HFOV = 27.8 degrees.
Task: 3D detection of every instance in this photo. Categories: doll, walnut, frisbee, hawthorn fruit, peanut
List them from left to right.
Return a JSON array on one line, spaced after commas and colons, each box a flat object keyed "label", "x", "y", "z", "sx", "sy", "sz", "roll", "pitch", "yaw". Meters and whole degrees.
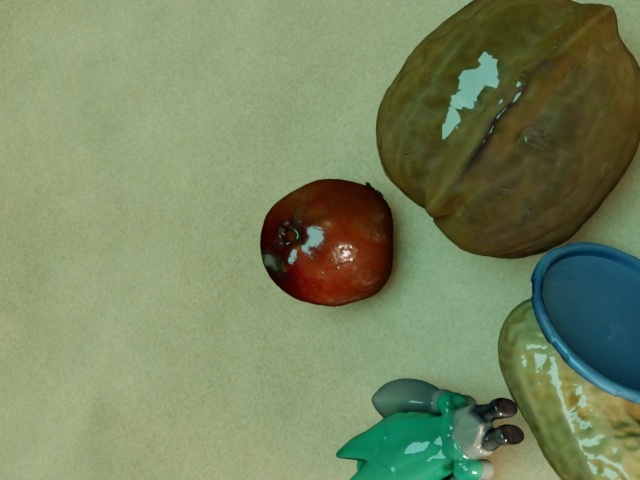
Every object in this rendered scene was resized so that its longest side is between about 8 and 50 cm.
[{"label": "hawthorn fruit", "x": 0.000, "y": 0.000, "z": 1.745, "sx": 0.185, "sy": 0.202, "sz": 0.185, "roll": -4, "pitch": 83, "yaw": 34}, {"label": "doll", "x": 0.145, "y": 0.281, "z": 1.650, "sx": 0.258, "sy": 0.153, "sz": 0.195, "roll": 7, "pitch": 83, "yaw": 43}, {"label": "walnut", "x": 0.246, "y": -0.153, "z": 1.603, "sx": 0.344, "sy": 0.306, "sz": 0.306, "roll": -48, "pitch": 65, "yaw": 15}, {"label": "peanut", "x": 0.331, "y": 0.214, "z": 1.580, "sx": 0.153, "sy": 0.140, "sz": 0.325, "roll": -34, "pitch": 69, "yaw": 0}, {"label": "frisbee", "x": 0.355, "y": 0.104, "z": 1.552, "sx": 0.242, "sy": 0.242, "sz": 0.045, "roll": 51, "pitch": 136, "yaw": 24}]
